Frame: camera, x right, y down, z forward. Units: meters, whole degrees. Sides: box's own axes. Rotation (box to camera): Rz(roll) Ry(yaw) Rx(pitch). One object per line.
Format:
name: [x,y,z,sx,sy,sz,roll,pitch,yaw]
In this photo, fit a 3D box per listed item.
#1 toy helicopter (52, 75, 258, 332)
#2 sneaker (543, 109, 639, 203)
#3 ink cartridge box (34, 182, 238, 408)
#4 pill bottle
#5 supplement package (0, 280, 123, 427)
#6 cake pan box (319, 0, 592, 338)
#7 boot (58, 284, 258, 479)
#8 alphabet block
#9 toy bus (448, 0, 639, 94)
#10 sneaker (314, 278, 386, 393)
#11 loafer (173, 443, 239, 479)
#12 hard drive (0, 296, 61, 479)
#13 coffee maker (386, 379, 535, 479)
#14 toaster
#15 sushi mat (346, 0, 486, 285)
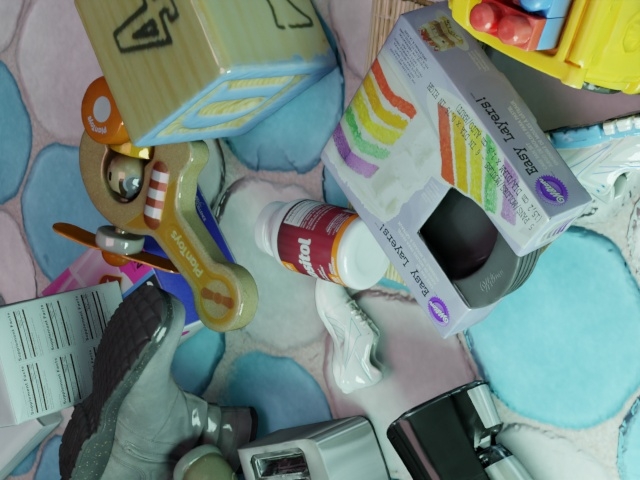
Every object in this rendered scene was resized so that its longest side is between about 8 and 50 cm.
toy helicopter: [-0.198,-0.020,1.600,0.235,0.140,0.355,-51,62,27]
sneaker: [0.254,-0.073,1.263,0.191,0.071,0.083,-7,100,43]
ink cartridge box: [-0.255,0.079,1.759,0.371,0.069,0.175,-37,74,38]
pill bottle: [0.000,0.000,1.470,0.152,0.086,0.086,14,108,42]
supplement package: [-0.385,0.154,1.711,0.194,0.203,0.149,-13,91,43]
cake pan box: [0.128,-0.061,1.311,0.267,0.070,0.246,57,148,17]
boot: [-0.174,0.199,1.613,0.338,0.223,0.118,-59,30,35]
alphabet block: [-0.132,-0.240,1.494,0.193,0.192,0.197,-31,77,40]
toy bus: [0.194,-0.225,1.189,0.220,0.211,0.149,34,121,34]
sneaker: [0.037,0.099,1.511,0.061,0.054,0.152,-16,91,28]
loafer: [-0.120,0.371,1.624,0.087,0.094,0.251,36,149,49]
hard drive: [-0.556,0.272,2.078,0.353,0.047,0.233,-43,70,38]
coffee maker: [0.141,0.256,1.362,0.178,0.171,0.120,61,147,17]
toaster: [0.004,0.304,1.536,0.186,0.110,0.168,-17,88,43]
sushi mat: [0.097,-0.105,1.430,0.151,0.019,0.316,22,113,39]
